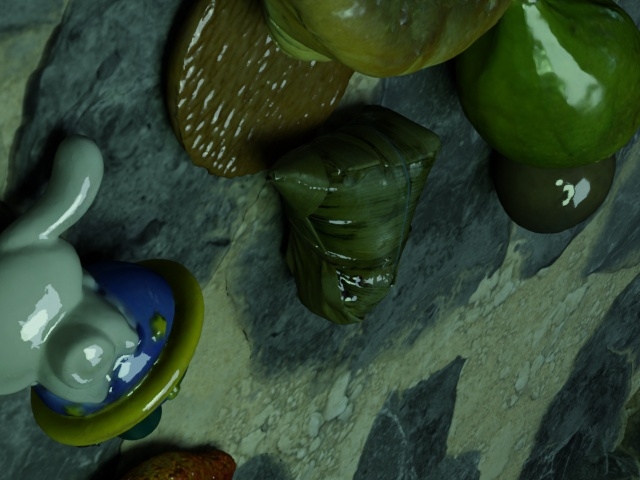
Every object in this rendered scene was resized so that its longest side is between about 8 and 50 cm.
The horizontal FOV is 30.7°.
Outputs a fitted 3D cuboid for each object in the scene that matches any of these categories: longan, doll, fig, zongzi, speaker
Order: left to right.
[{"bbox_3d":[-0.231,0.105,1.004,0.311,0.160,0.242,-46,149,-11],"label":"doll"},{"bbox_3d":[-0.216,0.174,1.205,0.094,0.060,0.075,-16,144,2],"label":"speaker"},{"bbox_3d":[0.000,0.000,1.238,0.274,0.125,0.250,-29,139,-54],"label":"zongzi"},{"bbox_3d":[0.263,-0.231,1.337,0.233,0.233,0.314,-41,137,-24],"label":"fig"},{"bbox_3d":[0.318,-0.098,1.595,0.189,0.189,0.189,-35,144,-31],"label":"longan"}]

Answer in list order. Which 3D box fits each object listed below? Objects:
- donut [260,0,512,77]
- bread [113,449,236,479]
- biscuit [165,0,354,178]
[{"bbox_3d":[0.065,-0.318,0.988,0.360,0.170,0.360,-27,127,-42],"label":"donut"},{"bbox_3d":[-0.176,0.309,1.341,0.139,0.095,0.269,-55,155,12],"label":"bread"},{"bbox_3d":[-0.048,-0.180,1.110,0.262,0.037,0.262,-36,145,-31],"label":"biscuit"}]
